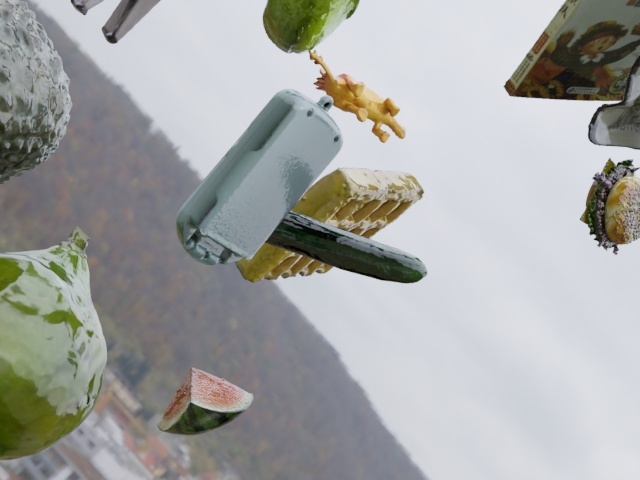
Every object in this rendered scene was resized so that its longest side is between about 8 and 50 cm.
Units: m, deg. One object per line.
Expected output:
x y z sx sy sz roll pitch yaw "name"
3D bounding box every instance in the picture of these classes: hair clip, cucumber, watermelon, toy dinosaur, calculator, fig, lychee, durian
-0.261 -0.471 1.814 0.101 0.331 0.085 48 0 -32 "hair clip"
0.000 0.000 1.383 0.284 0.056 0.056 17 -21 16 "cucumber"
-0.159 0.221 1.526 0.125 0.135 0.094 -47 -121 51 "watermelon"
0.047 -0.246 1.827 0.288 0.070 0.117 31 5 -41 "toy dinosaur"
-0.066 -0.071 1.267 0.045 0.246 0.141 42 4 31 "calculator"
-0.318 0.108 1.214 0.233 0.314 0.233 22 -54 34 "fig"
-0.424 -0.174 1.272 0.255 0.255 0.274 139 -69 -79 "lychee"
-0.014 -0.350 1.618 0.101 0.139 0.250 51 -19 4 "durian"

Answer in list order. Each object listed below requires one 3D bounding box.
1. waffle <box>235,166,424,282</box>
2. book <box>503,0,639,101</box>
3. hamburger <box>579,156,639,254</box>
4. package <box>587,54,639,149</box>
0.016 -0.025 1.604 0.055 0.221 0.248 57 25 16 "waffle"
0.541 -0.395 1.885 0.428 0.300 0.039 -58 -137 46 "book"
0.584 -0.069 2.118 0.093 0.189 0.164 12 -3 41 "hamburger"
0.397 -0.180 1.183 0.232 0.166 0.040 111 -30 -48 "package"
